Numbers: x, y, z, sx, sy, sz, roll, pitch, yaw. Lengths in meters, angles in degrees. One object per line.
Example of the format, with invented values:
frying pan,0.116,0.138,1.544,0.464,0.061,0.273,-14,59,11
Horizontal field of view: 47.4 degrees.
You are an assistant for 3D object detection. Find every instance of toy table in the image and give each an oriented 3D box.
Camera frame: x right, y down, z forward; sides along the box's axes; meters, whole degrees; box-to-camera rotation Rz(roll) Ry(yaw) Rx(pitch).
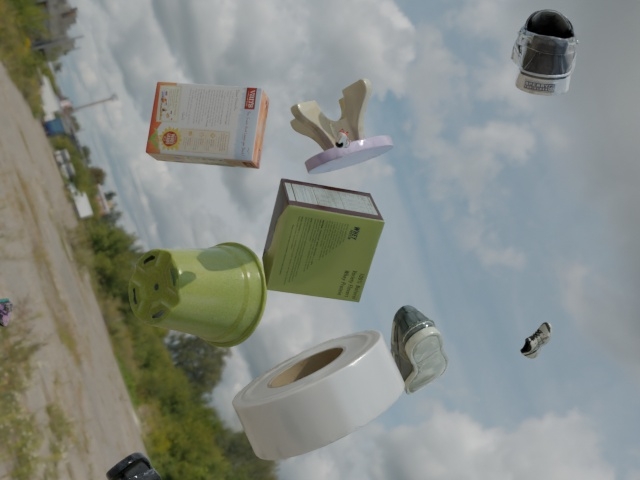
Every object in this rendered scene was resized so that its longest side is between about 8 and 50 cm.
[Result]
toy table,0.047,-0.266,1.759,0.252,0.274,0.161,-22,-92,30

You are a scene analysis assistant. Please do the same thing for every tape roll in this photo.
tape roll,-0.003,0.257,1.248,0.100,0.286,0.286,65,-16,-3

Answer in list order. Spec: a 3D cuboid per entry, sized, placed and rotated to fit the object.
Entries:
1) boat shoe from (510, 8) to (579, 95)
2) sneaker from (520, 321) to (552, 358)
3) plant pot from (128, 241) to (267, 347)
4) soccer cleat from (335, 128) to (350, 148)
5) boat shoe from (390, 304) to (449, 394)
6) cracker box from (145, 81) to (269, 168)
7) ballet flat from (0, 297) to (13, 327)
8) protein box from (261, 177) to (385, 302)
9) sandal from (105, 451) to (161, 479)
boat shoe,0.363,-0.321,1.174,0.301,0.108,0.102,-54,151,-58
sneaker,0.429,0.197,1.450,0.083,0.037,0.032,-64,-150,12
plant pot,-0.317,0.122,1.791,0.276,0.254,0.276,-7,-103,36
soccer cleat,0.045,-0.210,1.555,0.029,0.036,0.083,31,-8,8
boat shoe,0.212,0.246,1.623,0.099,0.116,0.319,56,-11,31
cracker box,-0.232,-0.238,1.508,0.067,0.232,0.156,44,53,-76
ballet flat,-0.735,0.157,1.490,0.077,0.221,0.079,-4,-97,36
protein box,0.000,0.000,1.519,0.136,0.201,0.200,-107,-151,-60
sandal,-0.451,0.592,1.822,0.054,0.097,0.254,44,-12,26
